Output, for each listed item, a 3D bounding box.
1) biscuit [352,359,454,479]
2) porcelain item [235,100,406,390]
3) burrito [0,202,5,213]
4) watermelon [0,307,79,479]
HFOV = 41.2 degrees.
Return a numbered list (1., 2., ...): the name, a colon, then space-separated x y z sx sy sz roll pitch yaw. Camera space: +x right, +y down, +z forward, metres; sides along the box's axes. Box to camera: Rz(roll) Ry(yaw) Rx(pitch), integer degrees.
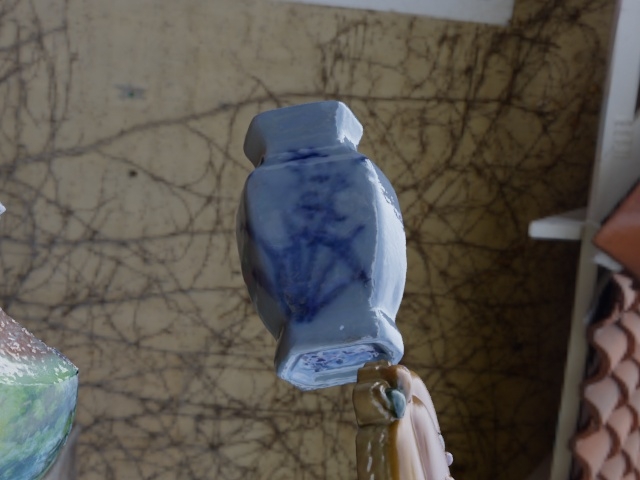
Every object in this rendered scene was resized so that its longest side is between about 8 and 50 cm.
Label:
1. biscuit: 0.066 0.158 0.594 0.170 0.050 0.170 -11 90 -77
2. porcelain item: 0.000 0.000 1.228 0.178 0.243 0.405 79 1 -58
3. burrito: -0.330 -0.030 0.712 0.203 0.064 0.064 7 -86 47
4. watermelon: -0.389 0.207 0.827 0.224 0.305 0.180 29 25 -51
